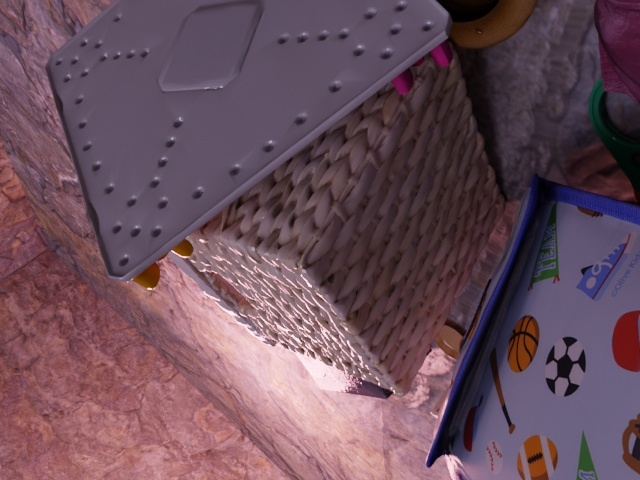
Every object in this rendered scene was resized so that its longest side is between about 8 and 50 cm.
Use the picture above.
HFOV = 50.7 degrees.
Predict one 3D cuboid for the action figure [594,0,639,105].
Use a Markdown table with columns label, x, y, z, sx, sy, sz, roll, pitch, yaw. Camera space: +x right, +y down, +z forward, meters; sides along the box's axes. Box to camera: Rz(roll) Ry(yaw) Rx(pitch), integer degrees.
| label | x | y | z | sx | sy | sz | roll | pitch | yaw |
| --- | --- | --- | --- | --- | --- | --- | --- | --- | --- |
| action figure | 0.225 | -0.189 | 0.451 | 0.248 | 0.276 | 0.370 | -17 | 141 | 38 |

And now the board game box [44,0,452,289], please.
| label | x | y | z | sx | sy | sz | roll | pitch | yaw |
| --- | --- | --- | --- | --- | --- | --- | --- | --- | --- |
| board game box | -0.108 | -0.196 | 0.731 | 0.050 | 0.390 | 0.390 | 44 | -167 | -52 |

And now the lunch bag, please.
| label | x | y | z | sx | sy | sz | roll | pitch | yaw |
| --- | --- | --- | --- | --- | --- | --- | --- | --- | --- |
| lunch bag | 0.257 | 0.121 | 0.623 | 0.238 | 0.328 | 0.385 | 15 | -169 | -17 |

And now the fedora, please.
| label | x | y | z | sx | sy | sz | roll | pitch | yaw |
| --- | --- | --- | --- | --- | --- | --- | --- | --- | --- |
| fedora | 0.141 | -0.289 | 0.670 | 0.194 | 0.079 | 0.194 | 32 | 148 | 23 |

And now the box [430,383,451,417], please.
| label | x | y | z | sx | sy | sz | roll | pitch | yaw |
| --- | --- | --- | --- | --- | --- | --- | --- | --- | --- |
| box | 0.316 | 0.330 | 1.078 | 0.275 | 0.094 | 0.113 | 41 | 172 | -17 |

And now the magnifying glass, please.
| label | x | y | z | sx | sy | sz | roll | pitch | yaw |
| --- | --- | --- | --- | --- | --- | --- | --- | --- | --- |
| magnifying glass | 0.341 | -0.078 | 0.709 | 0.092 | 0.026 | 0.231 | 13 | 134 | 48 |

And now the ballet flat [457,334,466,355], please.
| label | x | y | z | sx | sy | sz | roll | pitch | yaw |
| --- | --- | --- | --- | --- | --- | --- | --- | --- | --- |
| ballet flat | 0.324 | 0.219 | 1.063 | 0.232 | 0.080 | 0.073 | 35 | 177 | 29 |

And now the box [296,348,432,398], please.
| label | x | y | z | sx | sy | sz | roll | pitch | yaw |
| --- | --- | --- | --- | --- | --- | --- | --- | --- | --- |
| box | 0.060 | 0.195 | 1.313 | 0.163 | 0.142 | 0.247 | 55 | 151 | -13 |

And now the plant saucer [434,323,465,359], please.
| label | x | y | z | sx | sy | sz | roll | pitch | yaw |
| --- | --- | --- | --- | --- | --- | --- | --- | --- | --- |
| plant saucer | 0.231 | 0.174 | 1.178 | 0.083 | 0.015 | 0.083 | 34 | 148 | 25 |

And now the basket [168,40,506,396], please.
| label | x | y | z | sx | sy | sz | roll | pitch | yaw |
| --- | --- | --- | --- | --- | --- | --- | --- | --- | --- |
| basket | 0.024 | -0.042 | 0.831 | 0.266 | 0.331 | 0.328 | 16 | 154 | 38 |
